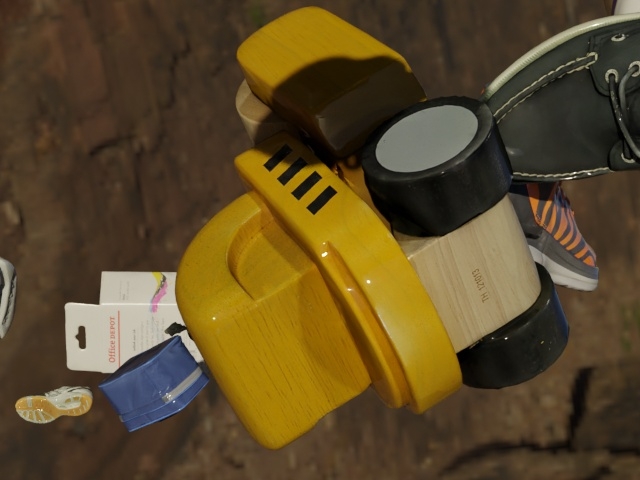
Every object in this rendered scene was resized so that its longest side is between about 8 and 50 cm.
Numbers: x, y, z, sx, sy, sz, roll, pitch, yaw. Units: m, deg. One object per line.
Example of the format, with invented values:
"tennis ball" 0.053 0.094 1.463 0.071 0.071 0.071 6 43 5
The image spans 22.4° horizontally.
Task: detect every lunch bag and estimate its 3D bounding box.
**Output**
"lunch bag" -0.160 0.142 1.551 0.065 0.098 0.067 57 41 -7

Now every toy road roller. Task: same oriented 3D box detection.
"toy road roller" 0.000 0.000 1.162 0.329 0.240 0.202 45 -17 54

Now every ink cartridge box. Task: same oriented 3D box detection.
"ink cartridge box" -0.208 0.100 1.964 0.067 0.198 0.115 -96 -171 -52

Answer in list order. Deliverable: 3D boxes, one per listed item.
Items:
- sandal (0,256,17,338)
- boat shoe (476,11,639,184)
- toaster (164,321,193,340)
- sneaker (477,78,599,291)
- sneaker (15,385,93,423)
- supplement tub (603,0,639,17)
"sandal" -0.506 0.128 1.926 0.416 0.102 0.169 -32 132 -63
"boat shoe" 0.282 -0.118 1.310 0.113 0.340 0.127 -90 166 -72
"toaster" -0.036 0.058 1.612 0.110 0.185 0.168 36 78 -33
"sneaker" 0.216 -0.053 1.558 0.321 0.124 0.180 16 89 -69
"sneaker" -0.285 0.175 1.740 0.037 0.083 0.032 -89 175 -71
"supplement tub" 0.391 -0.287 1.599 0.331 0.241 0.241 -89 160 -52
